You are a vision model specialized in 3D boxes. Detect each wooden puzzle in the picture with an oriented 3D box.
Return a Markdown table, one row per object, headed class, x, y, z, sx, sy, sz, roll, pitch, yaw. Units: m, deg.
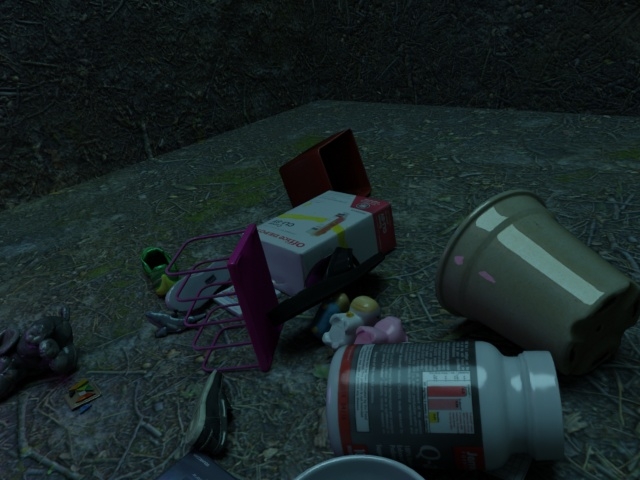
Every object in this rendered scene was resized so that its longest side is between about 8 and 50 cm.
| class | x | y | z | sx | sy | sz | roll | pitch | yaw |
| --- | --- | --- | --- | --- | --- | --- | --- | --- | --- |
| wooden puzzle | -0.563 | 0.364 | 1.301 | 0.116 | 0.014 | 0.078 | 16 | 36 | 42 |

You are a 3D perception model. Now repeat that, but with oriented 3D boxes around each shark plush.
| class | x | y | z | sx | sy | sz | roll | pitch | yaw |
| --- | --- | --- | --- | --- | --- | --- | --- | --- | --- |
| shark plush | -0.390 | 0.216 | 1.484 | 0.161 | 0.067 | 0.073 | -1 | 26 | 19 |

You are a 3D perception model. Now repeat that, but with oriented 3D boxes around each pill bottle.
| class | x | y | z | sx | sy | sz | roll | pitch | yaw |
| --- | --- | --- | --- | --- | --- | --- | --- | --- | --- |
| pill bottle | 0.207 | 0.278 | 0.941 | 0.363 | 0.210 | 0.210 | -5 | 26 | 16 |

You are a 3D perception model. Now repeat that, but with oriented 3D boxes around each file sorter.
| class | x | y | z | sx | sy | sz | roll | pitch | yaw |
| --- | --- | --- | --- | --- | --- | --- | --- | --- | --- |
| file sorter | -0.224 | 0.143 | 1.322 | 0.182 | 0.290 | 0.202 | -8 | 25 | 11 |

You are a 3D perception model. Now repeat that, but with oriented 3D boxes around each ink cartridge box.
| class | x | y | z | sx | sy | sz | roll | pitch | yaw |
| --- | --- | --- | --- | --- | --- | --- | --- | --- | --- |
| ink cartridge box | 0.000 | 0.000 | 1.683 | 0.385 | 0.160 | 0.279 | -30 | 32 | -36 |

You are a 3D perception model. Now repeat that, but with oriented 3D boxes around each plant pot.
| class | x | y | z | sx | sy | sz | roll | pitch | yaw |
| --- | --- | --- | --- | --- | --- | --- | --- | --- | --- |
| plant pot | 0.467 | 0.105 | 1.158 | 0.334 | 0.334 | 0.305 | -20 | 38 | -21 |
| plant pot | 0.004 | -0.241 | 2.108 | 0.236 | 0.267 | 0.267 | -8 | 22 | 35 |

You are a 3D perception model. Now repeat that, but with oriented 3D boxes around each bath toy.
| class | x | y | z | sx | sy | sz | roll | pitch | yaw |
| --- | --- | --- | --- | --- | --- | --- | --- | --- | --- |
| bath toy | 0.128 | 0.223 | 1.226 | 0.348 | 0.129 | 0.151 | 26 | 87 | 54 |

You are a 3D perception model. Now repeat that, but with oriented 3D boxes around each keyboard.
| class | x | y | z | sx | sy | sz | roll | pitch | yaw |
| --- | --- | --- | --- | --- | --- | --- | --- | --- | --- |
| keyboard | 0.246 | 0.365 | 0.999 | 0.256 | 0.014 | 0.072 | 10 | 32 | 36 |

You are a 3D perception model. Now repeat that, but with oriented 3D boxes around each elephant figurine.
| class | x | y | z | sx | sy | sz | roll | pitch | yaw |
| --- | --- | --- | --- | --- | --- | --- | --- | --- | --- |
| elephant figurine | -0.752 | 0.292 | 1.382 | 0.239 | 0.169 | 0.186 | -24 | -5 | 5 |

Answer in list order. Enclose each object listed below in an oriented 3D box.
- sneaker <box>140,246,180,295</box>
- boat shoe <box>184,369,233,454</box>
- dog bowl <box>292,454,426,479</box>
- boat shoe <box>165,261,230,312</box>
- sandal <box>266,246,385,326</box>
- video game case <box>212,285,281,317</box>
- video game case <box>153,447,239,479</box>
| class | x | y | z | sx | sy | sz | roll | pitch | yaw |
| --- | --- | --- | --- | --- | --- | --- | --- | --- | --- |
| sneaker | -0.516 | 0.069 | 1.773 | 0.109 | 0.123 | 0.295 | -21 | 27 | -21 |
| boat shoe | -0.223 | 0.354 | 1.150 | 0.079 | 0.084 | 0.233 | 26 | 14 | -13 |
| dog bowl | 0.054 | 0.447 | 0.793 | 0.265 | 0.104 | 0.265 | -9 | 25 | 4 |
| boat shoe | -0.369 | 0.138 | 1.610 | 0.088 | 0.096 | 0.267 | -27 | 12 | 32 |
| sandal | 0.024 | 0.085 | 1.419 | 0.167 | 0.107 | 0.446 | -37 | -10 | 37 |
| video game case | -0.214 | 0.161 | 1.591 | 0.143 | 0.019 | 0.157 | -27 | 30 | -33 |
| video game case | -0.263 | 0.484 | 0.928 | 0.196 | 0.026 | 0.274 | 15 | 34 | 42 |
